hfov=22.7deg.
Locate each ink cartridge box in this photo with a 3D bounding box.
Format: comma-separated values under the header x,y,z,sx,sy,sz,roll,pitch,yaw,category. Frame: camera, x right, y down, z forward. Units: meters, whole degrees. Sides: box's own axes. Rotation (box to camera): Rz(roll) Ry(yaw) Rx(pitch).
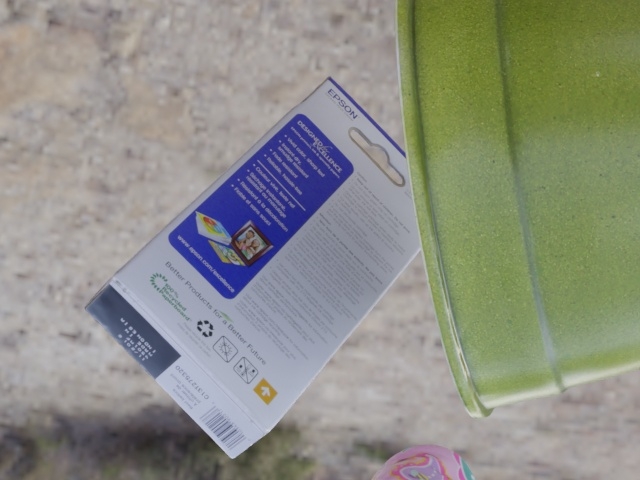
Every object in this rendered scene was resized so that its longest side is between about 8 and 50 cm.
x,y,z,sx,sy,sz,roll,pitch,yaw,category
-0.031,0.010,1.390,0.176,0.371,0.069,46,135,-3,ink cartridge box

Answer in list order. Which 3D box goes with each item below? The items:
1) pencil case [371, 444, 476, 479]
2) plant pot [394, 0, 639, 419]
x,y,z,sx,sy,sz,roll,pitch,yaw,category
0.068,0.279,1.398,0.124,0.124,0.284,1,-168,16,pencil case
0.267,-0.068,1.222,0.353,0.366,0.366,-9,154,12,plant pot
